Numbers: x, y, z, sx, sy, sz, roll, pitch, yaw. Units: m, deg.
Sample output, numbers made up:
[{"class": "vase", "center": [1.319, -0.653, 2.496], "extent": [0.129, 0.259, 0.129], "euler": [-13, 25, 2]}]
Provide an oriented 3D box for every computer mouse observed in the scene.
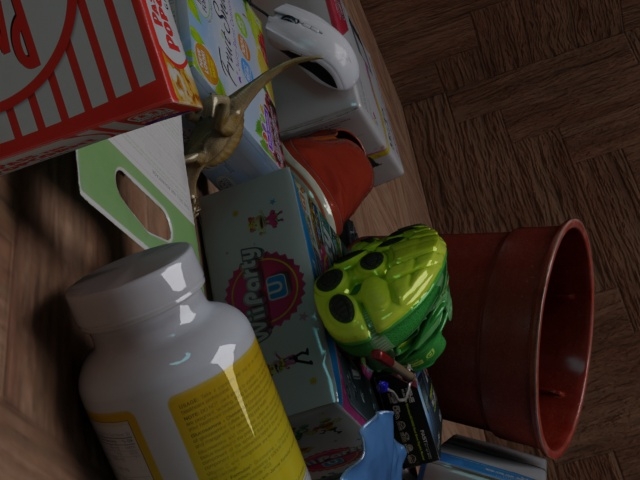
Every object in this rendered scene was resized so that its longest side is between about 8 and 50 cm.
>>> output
[{"class": "computer mouse", "center": [-0.027, -0.258, 1.196], "extent": [0.193, 0.042, 0.106], "euler": [34, 58, -7]}]

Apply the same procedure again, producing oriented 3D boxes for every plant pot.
[{"class": "plant pot", "center": [0.163, 0.101, 1.172], "extent": [0.272, 0.265, 0.272], "euler": [-17, 109, -61]}]

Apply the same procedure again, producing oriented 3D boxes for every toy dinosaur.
[{"class": "toy dinosaur", "center": [-0.083, -0.095, 0.785], "extent": [0.053, 0.183, 0.093], "euler": [40, 8, 26]}]

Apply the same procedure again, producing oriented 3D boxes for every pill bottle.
[{"class": "pill bottle", "center": [-0.074, 0.099, 0.561], "extent": [0.103, 0.103, 0.184], "euler": [-70, 142, -72]}]

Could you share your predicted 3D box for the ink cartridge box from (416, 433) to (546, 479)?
[{"class": "ink cartridge box", "center": [0.165, 0.347, 1.086], "extent": [0.307, 0.129, 0.223], "euler": [26, 77, -75]}]

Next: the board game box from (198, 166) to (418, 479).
[{"class": "board game box", "center": [-0.004, 0.105, 0.933], "extent": [0.303, 0.098, 0.224], "euler": [52, 23, -59]}]

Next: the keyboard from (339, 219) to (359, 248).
[{"class": "keyboard", "center": [0.076, 0.125, 1.396], "extent": [0.317, 0.033, 0.201], "euler": [67, 18, -47]}]

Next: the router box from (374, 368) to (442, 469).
[{"class": "router box", "center": [0.088, 0.155, 0.960], "extent": [0.122, 0.038, 0.092], "euler": [-45, 119, -78]}]

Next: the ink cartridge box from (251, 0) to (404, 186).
[{"class": "ink cartridge box", "center": [0.007, -0.214, 1.398], "extent": [0.306, 0.131, 0.226], "euler": [37, 37, -70]}]

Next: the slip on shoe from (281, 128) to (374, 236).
[{"class": "slip on shoe", "center": [0.008, -0.073, 1.124], "extent": [0.331, 0.101, 0.123], "euler": [-76, 143, -77]}]

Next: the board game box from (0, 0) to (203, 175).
[{"class": "board game box", "center": [-0.150, -0.126, 0.422], "extent": [0.045, 0.147, 0.193], "euler": [-25, 97, -79]}]

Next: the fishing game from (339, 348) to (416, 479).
[{"class": "fishing game", "center": [0.028, 0.213, 0.718], "extent": [0.189, 0.041, 0.264], "euler": [40, 58, -68]}]

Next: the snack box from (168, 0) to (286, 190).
[{"class": "snack box", "center": [-0.107, -0.168, 0.890], "extent": [0.174, 0.070, 0.207], "euler": [49, 23, -51]}]

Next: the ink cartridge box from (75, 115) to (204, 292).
[{"class": "ink cartridge box", "center": [-0.142, -0.088, 0.647], "extent": [0.171, 0.056, 0.235], "euler": [53, 26, -60]}]

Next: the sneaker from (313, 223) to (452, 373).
[{"class": "sneaker", "center": [0.072, 0.056, 0.843], "extent": [0.295, 0.109, 0.123], "euler": [-31, 102, -78]}]
